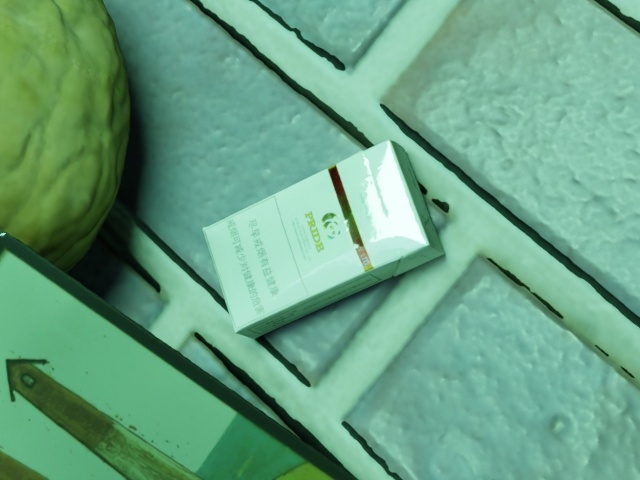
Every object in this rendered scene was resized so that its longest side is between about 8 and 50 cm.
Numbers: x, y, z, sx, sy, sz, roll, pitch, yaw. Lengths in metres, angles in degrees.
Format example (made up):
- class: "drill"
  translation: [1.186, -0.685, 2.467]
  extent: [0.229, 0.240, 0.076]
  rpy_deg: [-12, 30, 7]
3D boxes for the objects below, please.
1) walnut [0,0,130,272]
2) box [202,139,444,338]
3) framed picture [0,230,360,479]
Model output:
- class: "walnut"
  translation: [-0.277, -0.086, 1.031]
  extent: [0.252, 0.277, 0.313]
  rpy_deg: [-27, 57, 37]
- class: "box"
  translation: [0.000, 0.000, 1.028]
  extent: [0.154, 0.040, 0.084]
  rpy_deg: [-25, 68, 16]
- class: "framed picture"
  translation: [-0.147, 0.184, 0.965]
  extent: [0.324, 0.013, 0.244]
  rpy_deg: [36, 90, -10]
